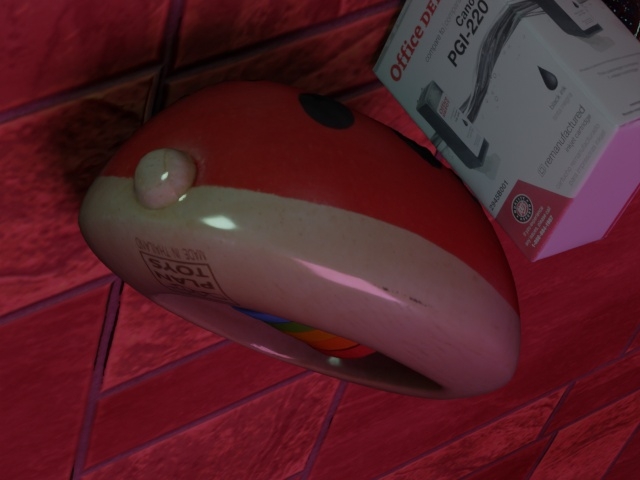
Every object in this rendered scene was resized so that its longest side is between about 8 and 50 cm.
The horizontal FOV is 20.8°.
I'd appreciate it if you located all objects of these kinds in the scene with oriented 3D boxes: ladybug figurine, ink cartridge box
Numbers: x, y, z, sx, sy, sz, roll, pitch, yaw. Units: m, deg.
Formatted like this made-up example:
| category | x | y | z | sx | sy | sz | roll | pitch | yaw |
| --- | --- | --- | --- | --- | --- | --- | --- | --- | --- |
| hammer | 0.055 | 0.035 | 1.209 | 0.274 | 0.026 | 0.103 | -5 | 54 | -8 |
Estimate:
| category | x | y | z | sx | sy | sz | roll | pitch | yaw |
| --- | --- | --- | --- | --- | --- | --- | --- | --- | --- |
| ladybug figurine | 0.000 | 0.000 | 1.304 | 0.449 | 0.305 | 0.162 | 35 | 69 | -61 |
| ink cartridge box | 0.155 | -0.118 | 1.323 | 0.092 | 0.218 | 0.158 | -17 | 149 | -35 |

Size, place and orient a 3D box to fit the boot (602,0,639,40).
| category | x | y | z | sx | sy | sz | roll | pitch | yaw |
| --- | --- | --- | --- | --- | --- | --- | --- | --- | --- |
| boot | 0.214 | -0.140 | 1.568 | 0.219 | 0.082 | 0.106 | -50 | 174 | 18 |
